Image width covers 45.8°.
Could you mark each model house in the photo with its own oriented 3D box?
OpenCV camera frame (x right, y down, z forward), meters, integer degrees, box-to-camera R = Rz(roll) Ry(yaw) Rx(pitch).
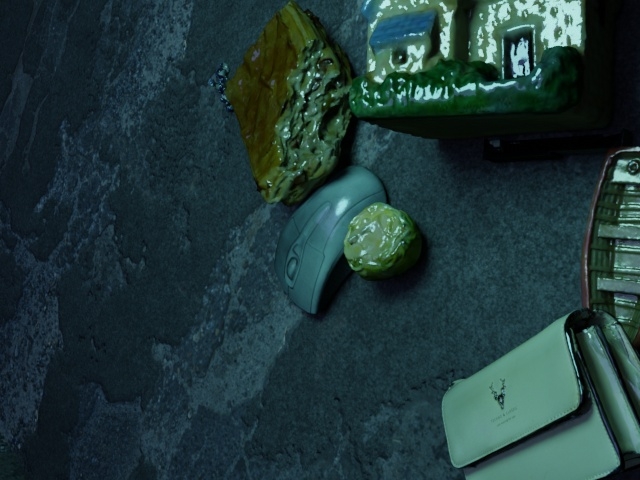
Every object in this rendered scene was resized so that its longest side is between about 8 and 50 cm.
[{"bbox_3d":[0.284,-0.359,1.283,0.382,0.335,0.342,3,90,33],"label":"model house"}]

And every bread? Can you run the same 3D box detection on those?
[{"bbox_3d":[-0.038,-0.287,1.637,0.314,0.192,0.370,-46,51,33],"label":"bread"}]

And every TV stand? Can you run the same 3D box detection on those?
[{"bbox_3d":[0.411,-0.166,1.333,0.256,0.049,0.040,1,87,42],"label":"TV stand"}]

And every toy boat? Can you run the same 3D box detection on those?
[{"bbox_3d":[0.493,0.046,1.222,0.136,0.079,0.392,6,91,41],"label":"toy boat"}]

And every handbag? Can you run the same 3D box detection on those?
[{"bbox_3d":[0.354,0.283,1.212,0.358,0.160,0.236,-51,48,52],"label":"handbag"}]

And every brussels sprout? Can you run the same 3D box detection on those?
[{"bbox_3d":[0.131,0.010,1.523,0.152,0.122,0.149,0,65,28],"label":"brussels sprout"}]

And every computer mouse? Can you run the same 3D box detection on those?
[{"bbox_3d":[0.000,0.000,1.650,0.188,0.122,0.371,50,121,33],"label":"computer mouse"}]

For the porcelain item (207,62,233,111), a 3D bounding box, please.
[{"bbox_3d":[-0.257,-0.397,1.934,0.021,0.075,0.136,-24,72,39],"label":"porcelain item"}]
